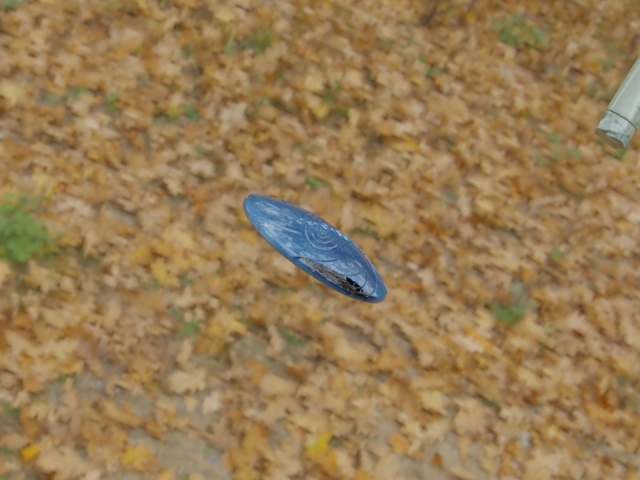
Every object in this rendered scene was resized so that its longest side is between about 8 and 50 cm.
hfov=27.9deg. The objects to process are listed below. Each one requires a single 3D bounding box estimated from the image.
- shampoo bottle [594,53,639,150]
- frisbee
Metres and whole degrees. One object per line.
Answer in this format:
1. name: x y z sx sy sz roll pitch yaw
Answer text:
1. shampoo bottle: 0.455 -0.224 1.781 0.049 0.212 0.072 31 -2 38
2. frisbee: 0.000 0.000 1.790 0.242 0.045 0.242 32 15 -9
